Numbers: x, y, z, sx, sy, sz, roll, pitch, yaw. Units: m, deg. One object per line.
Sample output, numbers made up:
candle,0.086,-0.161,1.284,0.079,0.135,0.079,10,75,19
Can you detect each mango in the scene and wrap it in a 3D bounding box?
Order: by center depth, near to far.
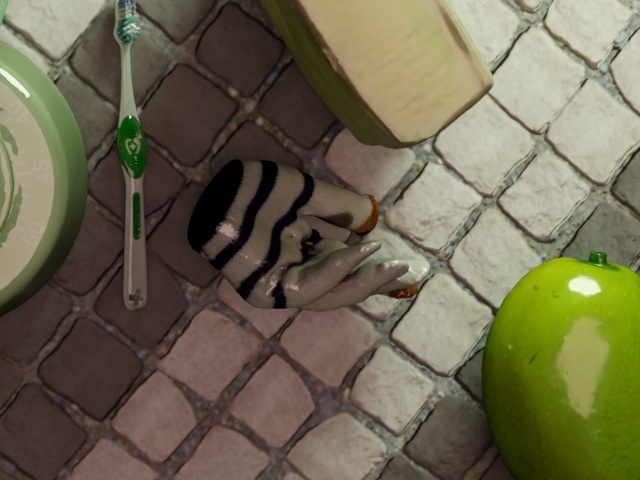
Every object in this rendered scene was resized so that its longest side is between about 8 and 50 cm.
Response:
mango,0.262,0.184,1.408,0.192,0.156,0.343,-14,99,-5

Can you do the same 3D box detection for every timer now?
timer,-0.342,-0.044,1.212,0.291,0.315,0.291,-1,96,-9

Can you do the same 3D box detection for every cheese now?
cheese,0.028,-0.205,1.281,0.124,0.265,0.242,-30,98,-3

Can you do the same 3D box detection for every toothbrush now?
toothbrush,-0.182,-0.082,1.382,0.030,0.030,0.304,-2,98,-9

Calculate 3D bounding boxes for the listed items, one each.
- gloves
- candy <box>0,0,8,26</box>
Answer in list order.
gloves,-0.009,0.013,1.367,0.218,0.140,0.131,33,108,-23
candy,-0.272,-0.317,1.332,0.073,0.077,0.262,19,100,-8
